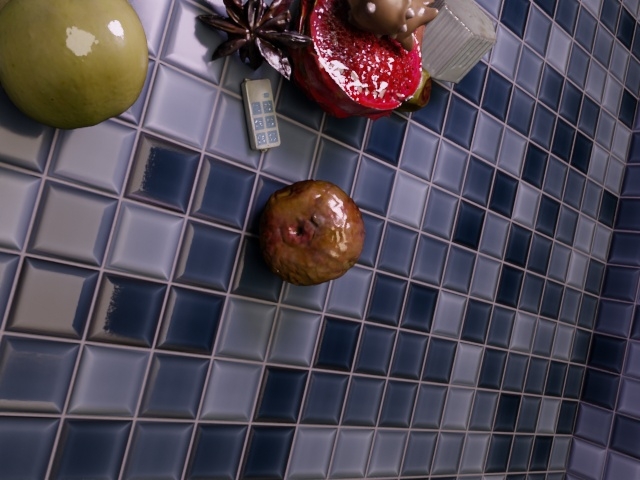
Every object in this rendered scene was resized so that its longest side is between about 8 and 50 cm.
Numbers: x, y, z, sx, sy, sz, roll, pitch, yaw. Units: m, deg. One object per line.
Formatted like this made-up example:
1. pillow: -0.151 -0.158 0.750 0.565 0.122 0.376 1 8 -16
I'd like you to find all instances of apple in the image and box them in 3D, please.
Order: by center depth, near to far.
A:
1. apple: -0.474 -0.354 1.093 0.292 0.292 0.254 -32 136 -31

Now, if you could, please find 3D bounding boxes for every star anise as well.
1. star anise: -0.156 -0.503 1.388 0.282 0.129 0.212 8 119 3

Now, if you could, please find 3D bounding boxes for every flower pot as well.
1. flower pot: 0.395 -0.624 1.762 0.239 0.189 0.209 -3 61 -37

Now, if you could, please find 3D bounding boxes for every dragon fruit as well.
1. dragon fruit: 0.078 -0.485 1.545 0.386 0.249 0.371 -34 99 -35

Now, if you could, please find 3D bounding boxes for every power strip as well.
1. power strip: -0.156 -0.328 1.503 0.081 0.035 0.192 -17 106 -36

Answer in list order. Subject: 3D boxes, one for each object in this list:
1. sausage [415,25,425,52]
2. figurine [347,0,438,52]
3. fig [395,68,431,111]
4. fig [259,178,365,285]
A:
1. sausage: 0.266 -0.621 1.658 0.079 0.087 0.327 3 96 -15
2. figurine: 0.182 -0.564 1.373 0.247 0.173 0.177 23 91 -27
3. fig: 0.253 -0.462 1.761 0.165 0.154 0.144 -8 118 -7
4. fig: 0.000 0.000 1.577 0.368 0.286 0.286 35 71 -68
